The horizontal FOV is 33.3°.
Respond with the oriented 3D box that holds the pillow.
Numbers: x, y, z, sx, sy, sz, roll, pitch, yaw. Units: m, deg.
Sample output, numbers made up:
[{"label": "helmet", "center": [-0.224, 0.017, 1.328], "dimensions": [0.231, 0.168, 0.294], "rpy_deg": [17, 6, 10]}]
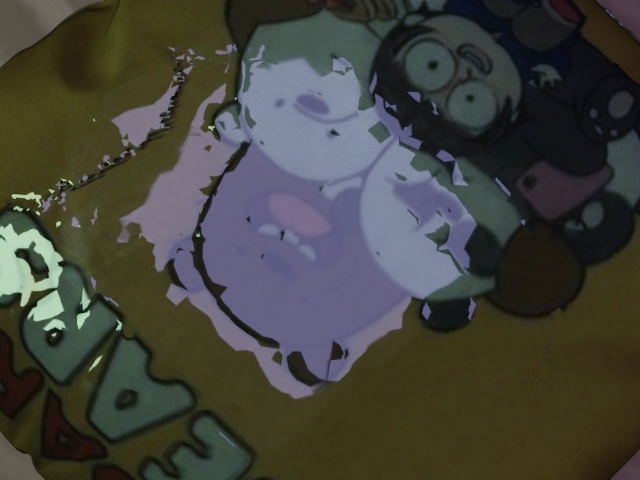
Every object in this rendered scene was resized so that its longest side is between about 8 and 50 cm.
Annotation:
[{"label": "pillow", "center": [0.000, 0.000, 0.413], "dimensions": [0.312, 0.119, 0.310], "rpy_deg": [-44, 90, 3]}]
